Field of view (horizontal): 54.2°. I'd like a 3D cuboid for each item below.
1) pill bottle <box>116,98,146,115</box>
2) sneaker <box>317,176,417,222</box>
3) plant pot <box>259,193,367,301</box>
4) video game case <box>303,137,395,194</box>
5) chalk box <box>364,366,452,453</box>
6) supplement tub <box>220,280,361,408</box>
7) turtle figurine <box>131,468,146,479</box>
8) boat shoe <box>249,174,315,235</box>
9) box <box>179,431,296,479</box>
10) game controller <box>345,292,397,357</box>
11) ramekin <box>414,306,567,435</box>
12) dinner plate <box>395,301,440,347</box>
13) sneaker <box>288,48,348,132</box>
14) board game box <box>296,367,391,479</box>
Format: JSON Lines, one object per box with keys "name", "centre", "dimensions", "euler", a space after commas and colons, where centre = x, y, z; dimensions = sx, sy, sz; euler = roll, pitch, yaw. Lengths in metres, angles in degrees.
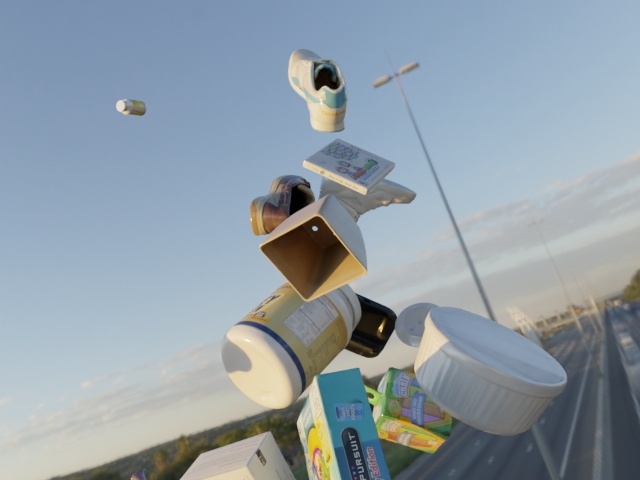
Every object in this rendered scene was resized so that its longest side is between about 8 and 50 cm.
{"name": "pill bottle", "centre": [-0.526, -0.370, 1.737], "dimensions": [0.043, 0.043, 0.083], "euler": [-26, -6, 25]}
{"name": "sneaker", "centre": [0.125, -0.105, 1.809], "dimensions": [0.293, 0.169, 0.108], "euler": [11, 14, -18]}
{"name": "plant pot", "centre": [0.000, 0.000, 0.865], "dimensions": [0.109, 0.109, 0.096], "euler": [-28, 23, 30]}
{"name": "video game case", "centre": [0.061, -0.154, 1.274], "dimensions": [0.157, 0.143, 0.019], "euler": [-43, -25, -52]}
{"name": "chalk box", "centre": [0.195, 0.397, 1.485], "dimensions": [0.213, 0.132, 0.132], "euler": [15, -37, 1]}
{"name": "supplement tub", "centre": [-0.064, 0.229, 1.525], "dimensions": [0.316, 0.228, 0.228], "euler": [-40, 3, -42]}
{"name": "turtle figurine", "centre": [-0.439, 0.740, 1.723], "dimensions": [0.175, 0.234, 0.118], "euler": [-58, -30, -20]}
{"name": "boat shoe", "centre": [-0.070, -0.097, 1.620], "dimensions": [0.123, 0.123, 0.342], "euler": [-4, 15, 17]}
{"name": "box", "centre": [-0.147, 0.490, 1.190], "dimensions": [0.182, 0.181, 0.119], "euler": [-24, 8, 22]}
{"name": "game controller", "centre": [0.052, 0.213, 1.751], "dimensions": [0.067, 0.319, 0.166], "euler": [-99, 33, -77]}
{"name": "ramekin", "centre": [0.298, 0.241, 1.148], "dimensions": [0.273, 0.273, 0.127], "euler": [1, -65, -56]}
{"name": "dinner plate", "centre": [0.262, 0.215, 1.623], "dimensions": [0.141, 0.141, 0.017], "euler": [-21, -46, 5]}
{"name": "sneaker", "centre": [0.000, -0.297, 1.144], "dimensions": [0.088, 0.228, 0.092], "euler": [-9, -43, -16]}
{"name": "board game box", "centre": [0.047, 0.409, 0.992], "dimensions": [0.079, 0.336, 0.253], "euler": [-7, -31, -14]}
